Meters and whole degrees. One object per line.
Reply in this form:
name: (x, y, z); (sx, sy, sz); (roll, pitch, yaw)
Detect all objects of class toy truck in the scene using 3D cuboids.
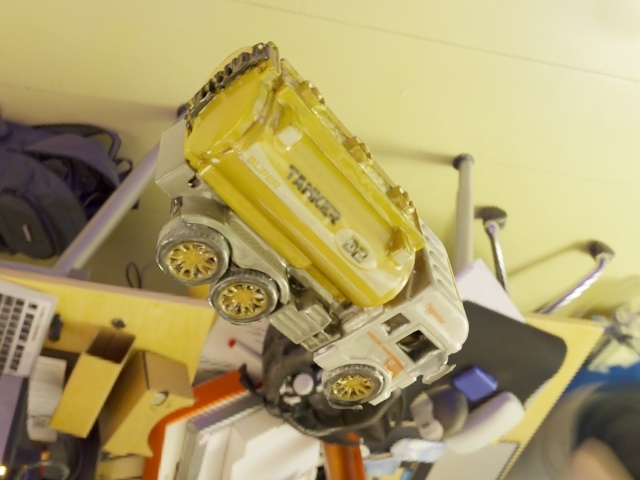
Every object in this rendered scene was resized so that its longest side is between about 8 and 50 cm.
toy truck: (0.000, 0.000, 0.432); (0.114, 0.098, 0.227); (-31, 127, 20)
